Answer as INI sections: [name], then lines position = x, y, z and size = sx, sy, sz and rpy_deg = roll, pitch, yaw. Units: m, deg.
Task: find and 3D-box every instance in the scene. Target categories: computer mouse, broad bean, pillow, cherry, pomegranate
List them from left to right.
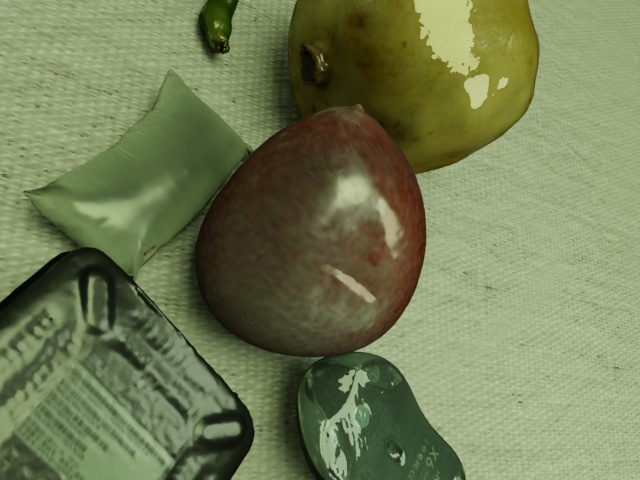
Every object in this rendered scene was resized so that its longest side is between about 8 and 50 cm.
[pillow]
position = -0.189, -0.080, 0.702
size = 0.144, 0.078, 0.254
rpy_deg = 45, 55, -13
[broad bean]
position = -0.123, -0.361, 0.868
size = 0.052, 0.052, 0.256
rpy_deg = 55, 41, -56
[cherry]
position = 0.000, 0.000, 0.696
size = 0.261, 0.308, 0.221
rpy_deg = 8, 25, -32
[computer mouse]
position = 0.091, 0.291, 0.758
size = 0.379, 0.090, 0.167
rpy_deg = 52, 53, -15
[pomegranate]
position = 0.112, -0.233, 0.818
size = 0.332, 0.332, 0.333
rpy_deg = 12, 67, -30

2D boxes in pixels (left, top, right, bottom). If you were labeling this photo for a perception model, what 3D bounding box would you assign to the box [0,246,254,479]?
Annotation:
[box]
position = -0.220, 0.189, 0.569
size = 0.290, 0.073, 0.289
rpy_deg = 54, 50, -19
